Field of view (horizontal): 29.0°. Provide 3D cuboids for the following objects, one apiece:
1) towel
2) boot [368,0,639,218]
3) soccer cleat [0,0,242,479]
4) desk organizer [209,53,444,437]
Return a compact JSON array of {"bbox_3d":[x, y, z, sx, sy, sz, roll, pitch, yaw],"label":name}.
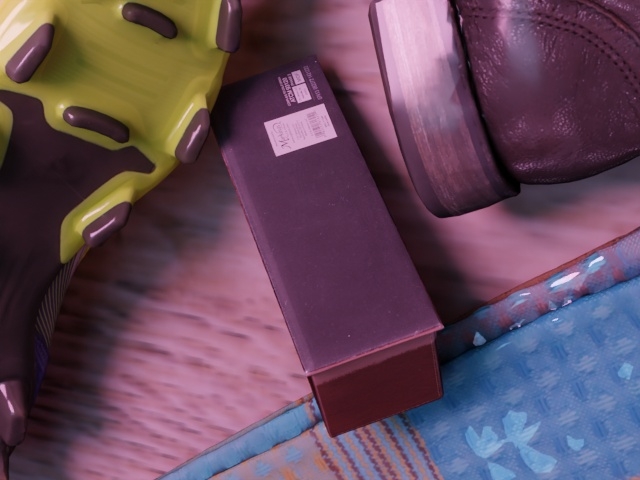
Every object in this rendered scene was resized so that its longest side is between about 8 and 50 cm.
[{"bbox_3d":[0.040,0.188,0.473,0.370,0.040,0.271,-29,84,24],"label":"towel"},{"bbox_3d":[0.122,-0.134,0.381,0.229,0.091,0.263,-11,96,19],"label":"boot"},{"bbox_3d":[-0.125,-0.022,0.477,0.289,0.093,0.121,-58,41,26],"label":"soccer cleat"},{"bbox_3d":[0.000,0.000,0.444,0.047,0.050,0.130,-20,54,-4],"label":"desk organizer"}]
